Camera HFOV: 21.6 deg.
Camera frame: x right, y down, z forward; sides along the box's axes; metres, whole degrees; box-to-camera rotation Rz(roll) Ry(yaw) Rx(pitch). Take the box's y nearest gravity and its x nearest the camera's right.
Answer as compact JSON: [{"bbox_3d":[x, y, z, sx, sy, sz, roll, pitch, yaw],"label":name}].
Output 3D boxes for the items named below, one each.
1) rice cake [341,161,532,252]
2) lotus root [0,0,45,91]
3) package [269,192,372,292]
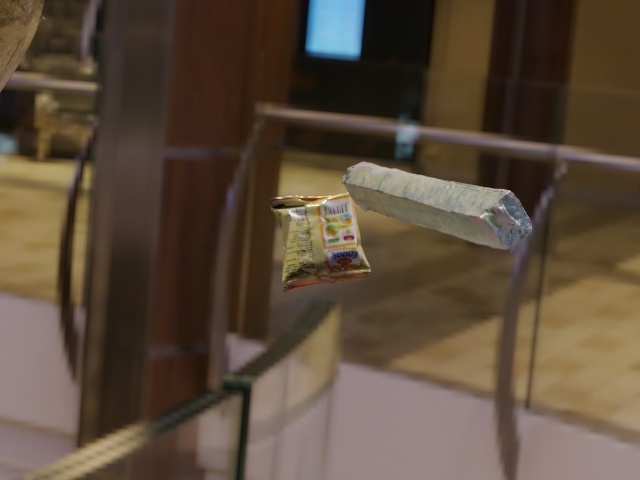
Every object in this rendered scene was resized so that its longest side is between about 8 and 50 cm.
[{"bbox_3d":[0.089,-0.032,1.359,0.034,0.043,0.211,-47,32,-18],"label":"rice cake"},{"bbox_3d":[-0.374,-0.210,1.677,0.160,0.284,0.146,32,10,8],"label":"lotus root"},{"bbox_3d":[0.000,-0.002,2.009,0.108,0.121,0.031,-9,-23,0],"label":"package"}]
